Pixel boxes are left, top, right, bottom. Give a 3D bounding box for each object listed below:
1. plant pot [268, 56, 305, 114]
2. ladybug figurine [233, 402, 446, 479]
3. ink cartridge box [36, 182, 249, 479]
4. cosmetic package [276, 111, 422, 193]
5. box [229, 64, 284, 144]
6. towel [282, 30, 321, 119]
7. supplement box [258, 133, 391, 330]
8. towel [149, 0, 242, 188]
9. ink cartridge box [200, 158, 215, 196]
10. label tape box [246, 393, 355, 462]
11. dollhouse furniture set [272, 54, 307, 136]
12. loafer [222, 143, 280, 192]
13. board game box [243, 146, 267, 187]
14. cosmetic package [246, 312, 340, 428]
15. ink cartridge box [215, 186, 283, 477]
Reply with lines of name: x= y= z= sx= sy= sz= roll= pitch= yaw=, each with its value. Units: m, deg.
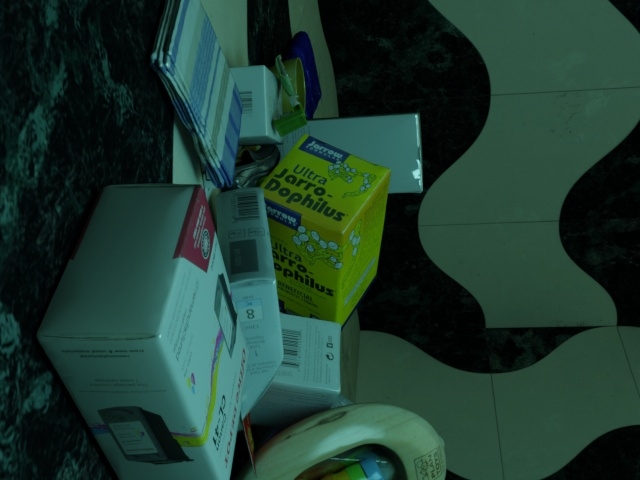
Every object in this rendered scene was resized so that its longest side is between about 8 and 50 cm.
plant pot: x=-0.091 y=-0.348 z=1.807 sx=0.134 sy=0.095 sz=0.134 roll=-1 pitch=90 yaw=-82
ladybug figurine: x=0.025 y=0.449 z=1.446 sx=0.162 sy=0.449 sz=0.305 roll=8 pitch=-69 yaw=67
ink cartridge box: x=-0.179 y=0.119 z=0.902 sx=0.226 sy=0.131 sz=0.306 roll=-85 pitch=168 yaw=-45
cosmetic package: x=0.070 y=-0.213 z=1.968 sx=0.155 sy=0.365 sz=0.197 roll=-56 pitch=144 yaw=-77
box: x=-0.130 y=-0.252 z=1.507 sx=0.170 sy=0.090 sz=0.130 roll=-4 pitch=91 yaw=-82
towel: x=-0.050 y=-0.437 z=2.217 sx=0.308 sy=0.076 sz=0.228 roll=-80 pitch=167 yaw=-57
supplement box: x=0.000 y=0.000 z=1.597 sx=0.195 sy=0.194 sz=0.357 roll=-53 pitch=159 yaw=-35
towel: x=-0.183 y=-0.241 z=1.220 sx=0.285 sy=0.034 sz=0.209 roll=68 pitch=21 yaw=-52
ink cartridge box: x=-0.180 y=-0.119 z=1.330 sx=0.048 sy=0.028 sz=0.083 roll=-73 pitch=160 yaw=-64
label tape box: x=-0.011 y=0.443 z=1.638 sx=0.115 sy=0.249 sz=0.348 roll=-48 pitch=-169 yaw=21
dollhouse furniture set: x=-0.073 y=-0.270 z=1.504 sx=0.076 sy=0.058 sz=0.152 roll=59 pitch=9 yaw=-58
loafer: x=-0.128 y=-0.145 z=1.474 sx=0.170 sy=0.062 sz=0.061 roll=-52 pitch=136 yaw=-48
board game box: x=-0.143 y=-0.073 z=1.578 sx=0.124 sy=0.039 sz=0.260 roll=81 pitch=9 yaw=-46
cosmetic package: x=-0.056 y=0.255 z=1.512 sx=0.184 sy=0.151 sz=0.151 roll=112 pitch=-15 yaw=-51
ink cartridge box: x=-0.107 y=0.148 z=1.325 sx=0.308 sy=0.091 sz=0.385 roll=-106 pitch=-172 yaw=-60
